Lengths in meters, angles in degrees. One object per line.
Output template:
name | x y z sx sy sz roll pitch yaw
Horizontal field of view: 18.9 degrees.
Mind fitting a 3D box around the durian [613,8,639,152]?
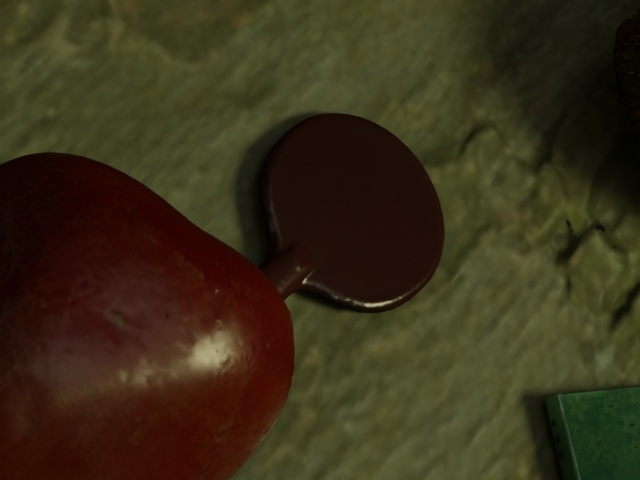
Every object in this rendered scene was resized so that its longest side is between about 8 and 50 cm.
durian | 0.231 -0.079 0.981 0.168 0.137 0.158 21 49 -6

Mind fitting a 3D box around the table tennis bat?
table tennis bat | 0.000 0.000 0.884 0.098 0.019 0.154 51 53 -3

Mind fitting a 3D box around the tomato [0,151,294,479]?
tomato | -0.094 0.050 0.764 0.166 0.082 0.174 37 65 -9

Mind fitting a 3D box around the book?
book | 0.166 0.136 0.923 0.103 0.017 0.135 -2 72 -29
